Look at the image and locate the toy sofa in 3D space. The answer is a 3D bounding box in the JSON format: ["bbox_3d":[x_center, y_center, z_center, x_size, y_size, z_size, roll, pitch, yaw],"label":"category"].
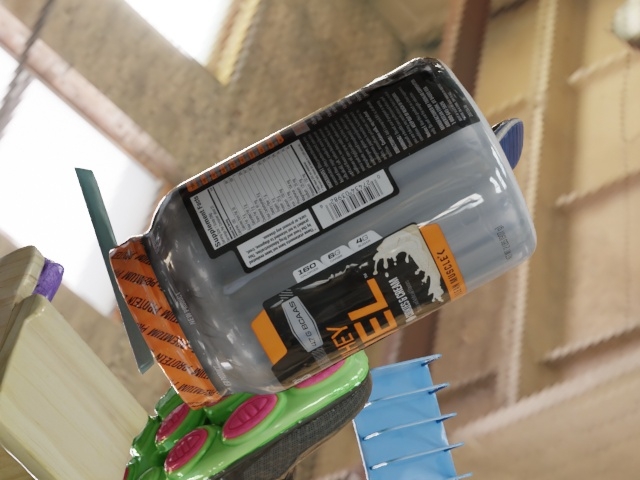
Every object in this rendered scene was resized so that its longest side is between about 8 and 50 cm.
[{"bbox_3d":[-0.324,0.152,1.181,0.362,0.150,0.177,-18,-142,22],"label":"toy sofa"}]

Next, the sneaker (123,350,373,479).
[{"bbox_3d":[-0.106,0.278,1.549,0.483,0.202,0.185,-49,-152,16],"label":"sneaker"}]

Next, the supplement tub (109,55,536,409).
[{"bbox_3d":[0.000,0.000,1.248,0.316,0.193,0.193,-28,-154,1],"label":"supplement tub"}]

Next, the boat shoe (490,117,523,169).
[{"bbox_3d":[0.200,-0.112,1.905,0.066,0.066,0.183,10,-154,27],"label":"boat shoe"}]

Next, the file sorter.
[{"bbox_3d":[0.116,0.241,1.967,0.118,0.170,0.104,-11,169,-16],"label":"file sorter"}]

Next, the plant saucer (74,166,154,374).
[{"bbox_3d":[-0.184,0.027,1.372,0.018,0.192,0.067,-17,174,-6],"label":"plant saucer"}]
